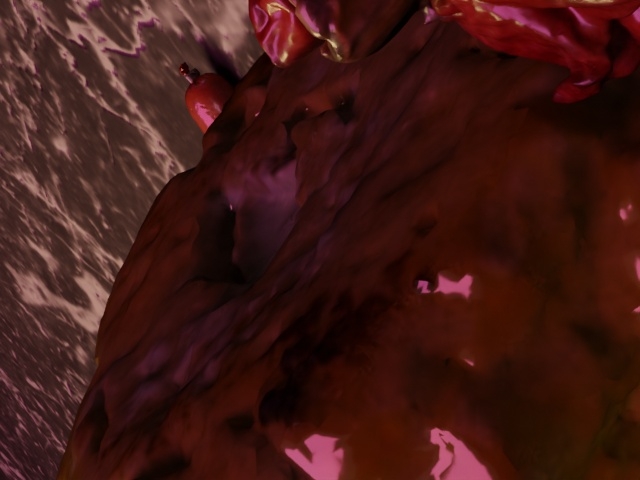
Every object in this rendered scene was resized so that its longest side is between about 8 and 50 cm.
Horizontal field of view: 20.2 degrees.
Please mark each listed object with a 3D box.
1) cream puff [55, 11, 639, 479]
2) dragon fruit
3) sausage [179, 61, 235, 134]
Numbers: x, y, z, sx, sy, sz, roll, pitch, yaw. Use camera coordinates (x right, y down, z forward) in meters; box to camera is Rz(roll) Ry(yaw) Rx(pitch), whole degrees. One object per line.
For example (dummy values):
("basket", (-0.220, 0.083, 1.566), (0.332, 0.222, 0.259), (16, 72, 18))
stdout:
("cream puff", (0.075, 0.047, 0.667), (0.257, 0.291, 0.324), (34, 145, -24))
("dragon fruit", (0.049, -0.107, 0.485), (0.192, 0.122, 0.092), (-4, 166, 23))
("sausage", (0.000, 0.000, 1.022), (0.253, 0.034, 0.034), (52, 158, -8))
